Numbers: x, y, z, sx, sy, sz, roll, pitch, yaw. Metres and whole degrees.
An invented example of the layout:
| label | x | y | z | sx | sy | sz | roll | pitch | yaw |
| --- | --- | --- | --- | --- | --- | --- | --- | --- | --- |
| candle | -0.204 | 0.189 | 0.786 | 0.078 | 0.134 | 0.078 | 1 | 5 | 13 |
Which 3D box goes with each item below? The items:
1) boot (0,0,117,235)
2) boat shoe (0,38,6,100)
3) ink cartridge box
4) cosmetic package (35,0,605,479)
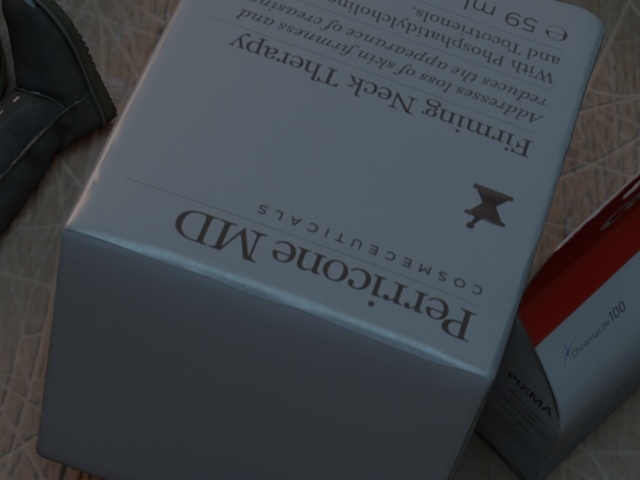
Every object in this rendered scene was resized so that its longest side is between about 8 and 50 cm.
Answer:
| label | x | y | z | sx | sy | sz | roll | pitch | yaw |
| --- | --- | --- | --- | --- | --- | --- | --- | --- | --- |
| boot | -0.292 | -0.106 | 1.699 | 0.208 | 0.189 | 0.076 | -42 | 35 | -21 |
| boat shoe | -0.361 | -0.268 | 1.780 | 0.122 | 0.120 | 0.324 | -15 | 68 | -13 |
| ink cartridge box | 0.284 | 0.021 | 1.573 | 0.308 | 0.385 | 0.091 | -40 | 75 | -20 |
| cosmetic package | 0.000 | 0.000 | 1.542 | 0.329 | 0.327 | 0.393 | 20 | 51 | 3 |
